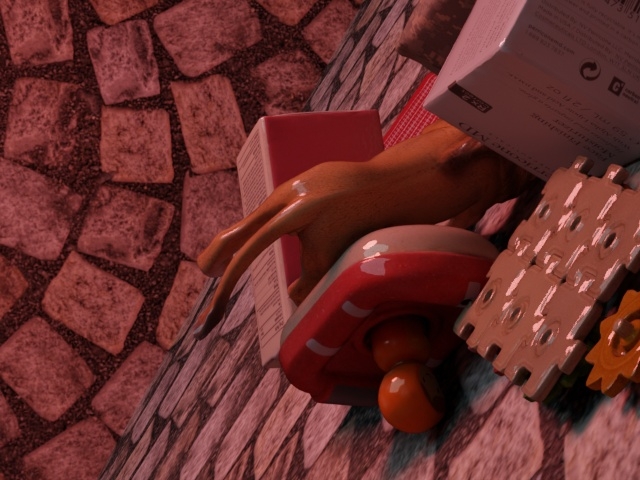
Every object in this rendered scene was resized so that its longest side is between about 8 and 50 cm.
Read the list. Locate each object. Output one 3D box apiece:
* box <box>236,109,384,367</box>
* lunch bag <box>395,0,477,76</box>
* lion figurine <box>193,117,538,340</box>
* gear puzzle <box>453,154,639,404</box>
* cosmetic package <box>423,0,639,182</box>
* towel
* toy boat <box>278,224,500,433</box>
[{"bbox_3d":[0.000,0.000,1.636,0.148,0.127,0.232,133,130,-71],"label":"box"},{"bbox_3d":[0.231,-0.306,1.639,0.287,0.169,0.235,-56,3,-29],"label":"lunch bag"},{"bbox_3d":[0.067,-0.046,1.439,0.392,0.142,0.240,-34,-8,-32],"label":"lion figurine"},{"bbox_3d":[0.190,0.036,1.132,0.175,0.044,0.339,-57,12,2],"label":"gear puzzle"},{"bbox_3d":[0.203,-0.153,1.307,0.151,0.151,0.184,-62,8,-17],"label":"cosmetic package"},{"bbox_3d":[0.119,-0.123,2.081,0.199,0.031,0.275,-56,11,5],"label":"towel"},{"bbox_3d":[0.070,0.092,1.372,0.231,0.151,0.151,-52,42,43],"label":"toy boat"}]
